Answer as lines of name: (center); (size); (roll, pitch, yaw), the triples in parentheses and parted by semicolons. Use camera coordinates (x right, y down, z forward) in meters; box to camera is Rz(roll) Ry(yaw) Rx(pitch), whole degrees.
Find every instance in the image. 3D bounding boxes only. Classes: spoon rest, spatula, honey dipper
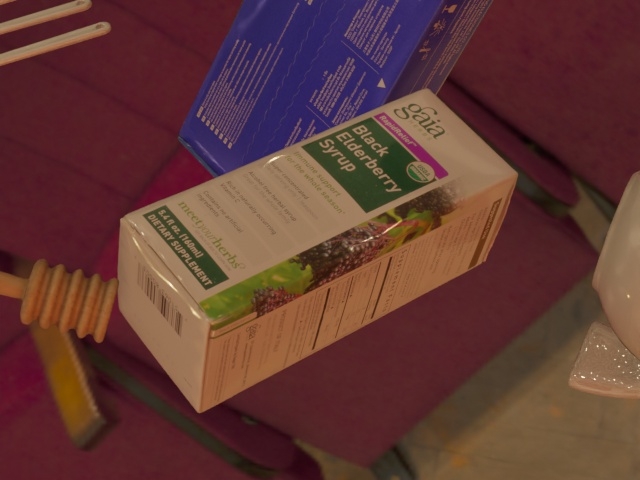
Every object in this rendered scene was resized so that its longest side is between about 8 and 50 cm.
spoon rest: (0.213, 0.035, 0.775); (0.084, 0.276, 0.137); (21, 68, 14)
spatula: (-0.340, -0.215, 1.262); (0.242, 0.019, 0.168); (-19, 41, -5)
honey dipper: (-0.169, 0.010, 0.538); (0.030, 0.161, 0.030); (-164, 90, -82)

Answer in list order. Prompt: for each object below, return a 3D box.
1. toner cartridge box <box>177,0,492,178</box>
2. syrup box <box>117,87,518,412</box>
toner cartridge box: (0.023, -0.169, 0.986); (0.165, 0.075, 0.348); (47, 125, 24)
syrup box: (0.000, 0.000, 0.769); (0.093, 0.237, 0.096); (48, 148, 27)
